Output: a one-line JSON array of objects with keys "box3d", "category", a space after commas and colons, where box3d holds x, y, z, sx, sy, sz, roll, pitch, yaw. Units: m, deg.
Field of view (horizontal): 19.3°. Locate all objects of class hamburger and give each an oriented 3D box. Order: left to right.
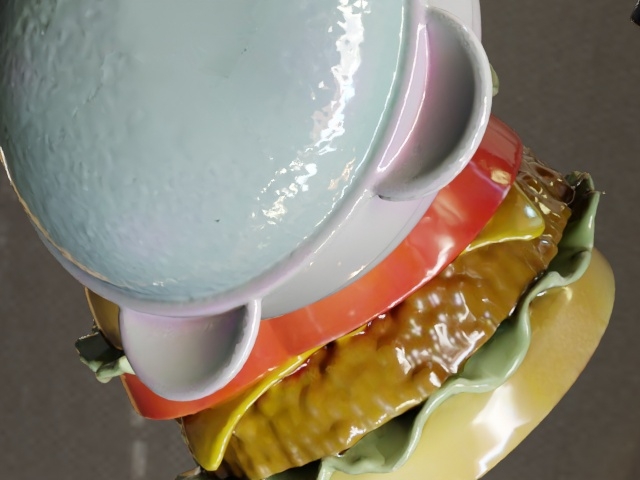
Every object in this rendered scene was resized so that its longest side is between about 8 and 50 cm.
[{"box3d": [0.000, 0.000, 0.962, 0.274, 0.212, 0.274, -33, -162, 12], "category": "hamburger"}]

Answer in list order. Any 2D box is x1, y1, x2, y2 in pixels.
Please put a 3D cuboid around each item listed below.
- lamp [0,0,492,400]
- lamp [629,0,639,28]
[{"box3d": [-0.048, -0.082, 0.627, 0.179, 0.108, 0.246, -40, -124, 21], "category": "lamp"}, {"box3d": [0.278, -0.090, 0.728, 0.374, 0.272, 0.205, 30, -77, 23], "category": "lamp"}]
